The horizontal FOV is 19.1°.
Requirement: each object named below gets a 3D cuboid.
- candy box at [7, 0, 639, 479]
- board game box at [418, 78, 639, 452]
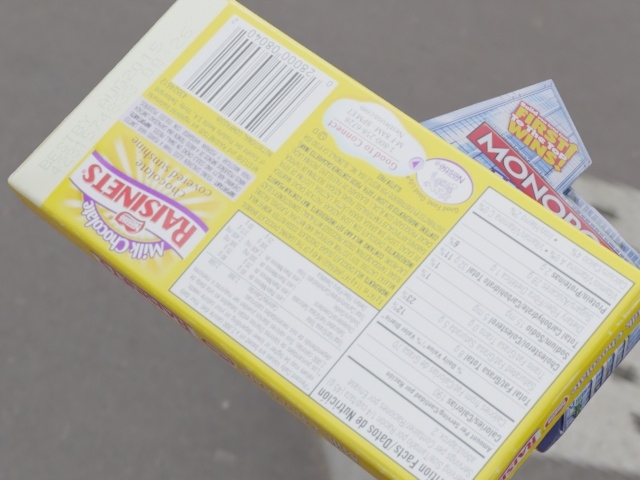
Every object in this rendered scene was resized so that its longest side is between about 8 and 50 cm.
[{"bbox_3d":[0.000,0.000,0.646,0.206,0.105,0.027,36,-12,24],"label":"candy box"},{"bbox_3d":[0.114,-0.007,1.092,0.194,0.060,0.194,44,42,5],"label":"board game box"}]
